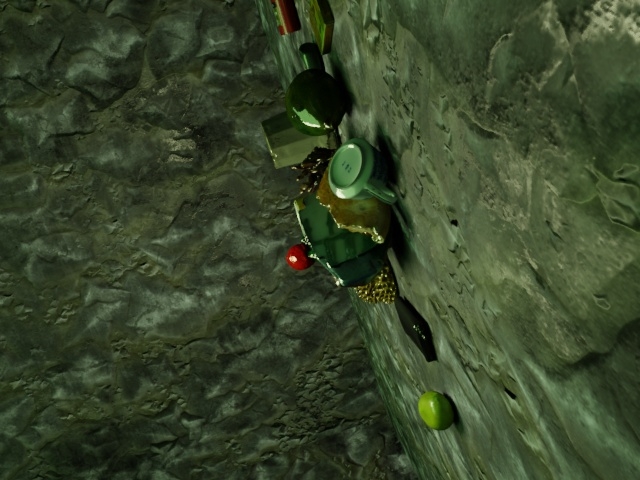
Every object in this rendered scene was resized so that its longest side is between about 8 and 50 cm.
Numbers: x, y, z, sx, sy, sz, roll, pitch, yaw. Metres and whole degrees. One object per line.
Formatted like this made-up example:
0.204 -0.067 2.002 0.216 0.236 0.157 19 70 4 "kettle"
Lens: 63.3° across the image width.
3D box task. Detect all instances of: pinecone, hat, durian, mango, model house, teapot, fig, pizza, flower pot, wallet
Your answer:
0.029 -0.205 1.695 0.202 0.229 0.201 34 136 47 "pinecone"
0.000 0.000 2.179 0.242 0.332 0.274 65 178 -38 "hat"
0.188 0.144 1.833 0.249 0.138 0.183 85 176 -49 "durian"
0.350 0.517 1.565 0.163 0.089 0.117 98 152 -81 "mango"
0.111 0.011 1.597 0.329 0.252 0.294 64 -177 -55 "model house"
0.116 -0.169 1.331 0.232 0.159 0.159 55 167 42 "teapot"
-0.013 -0.396 1.546 0.244 0.195 0.195 -99 -5 -52 "fig"
0.091 -0.124 1.438 0.074 0.182 0.365 48 -171 -49 "pizza"
-0.082 -0.405 1.982 0.290 0.259 0.290 161 90 -88 "flower pot"
0.290 0.275 1.613 0.250 0.044 0.149 -121 9 -72 "wallet"

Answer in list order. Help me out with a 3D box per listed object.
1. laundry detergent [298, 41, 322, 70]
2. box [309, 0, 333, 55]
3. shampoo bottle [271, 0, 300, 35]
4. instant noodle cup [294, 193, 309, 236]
-0.019 -0.566 1.791 0.137 0.063 0.210 -112 3 -51 "laundry detergent"
0.000 -0.620 1.461 0.193 0.030 0.121 125 126 -85 "box"
-0.153 -0.912 1.888 0.118 0.076 0.314 -110 3 -67 "shampoo bottle"
0.029 -0.118 1.990 0.215 0.236 0.215 164 90 -86 "instant noodle cup"
